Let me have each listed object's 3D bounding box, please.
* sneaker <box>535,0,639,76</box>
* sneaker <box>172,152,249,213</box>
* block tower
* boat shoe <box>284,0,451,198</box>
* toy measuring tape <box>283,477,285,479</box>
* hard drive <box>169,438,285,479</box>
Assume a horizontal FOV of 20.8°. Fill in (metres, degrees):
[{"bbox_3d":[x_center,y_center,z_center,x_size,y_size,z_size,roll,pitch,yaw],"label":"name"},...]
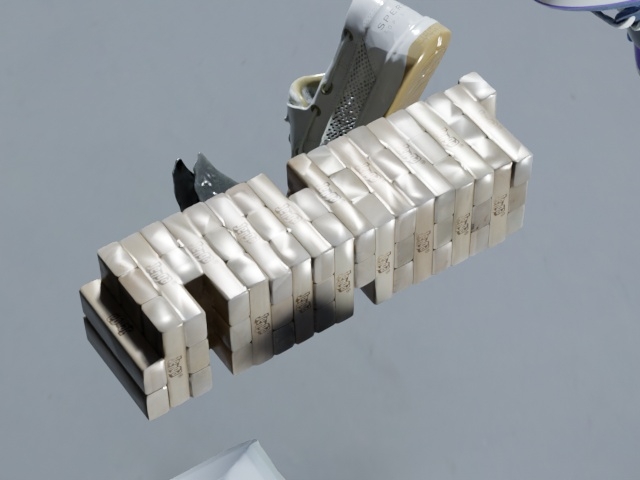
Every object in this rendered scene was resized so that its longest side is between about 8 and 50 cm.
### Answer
[{"bbox_3d":[0.282,-0.198,1.467,0.323,0.236,0.130,-25,57,-26],"label":"sneaker"},{"bbox_3d":[-0.058,-0.009,1.449,0.051,0.170,0.089,-5,74,42],"label":"sneaker"},{"bbox_3d":[0.000,0.000,1.234,0.335,0.097,0.091,-28,145,-21],"label":"block tower"},{"bbox_3d":[0.017,-0.107,1.490,0.096,0.098,0.277,39,134,9],"label":"boat shoe"},{"bbox_3d":[-0.039,0.330,1.451,0.121,0.330,0.121,-12,134,-13],"label":"toy measuring tape"},{"bbox_3d":[-0.015,0.238,0.612,0.203,0.040,0.307,-31,99,29],"label":"hard drive"}]
